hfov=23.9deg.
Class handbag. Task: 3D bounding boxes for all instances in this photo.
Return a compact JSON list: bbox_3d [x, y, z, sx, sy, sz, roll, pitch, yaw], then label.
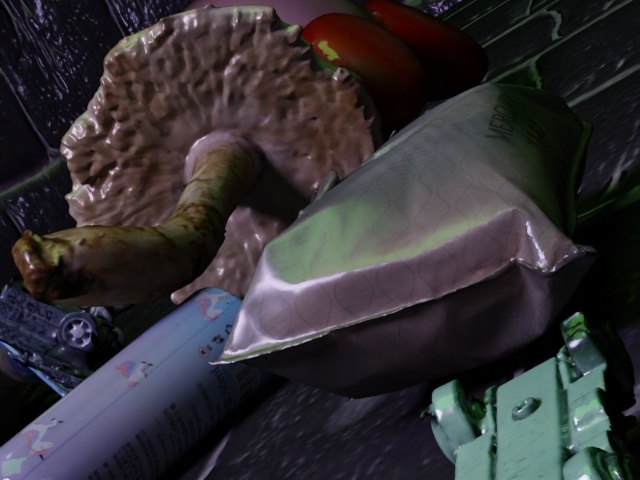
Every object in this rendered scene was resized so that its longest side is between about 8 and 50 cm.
[{"bbox_3d":[0.054,-0.002,0.758,0.182,0.117,0.270,-17,13,15],"label":"handbag"}]

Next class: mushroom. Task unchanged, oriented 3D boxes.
[{"bbox_3d":[-0.081,-0.004,1.042,0.208,0.233,0.301,117,171,-49],"label":"mushroom"}]

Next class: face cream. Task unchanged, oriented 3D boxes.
[{"bbox_3d":[-0.124,0.117,0.877,0.229,0.075,0.075,-40,11,-37],"label":"face cream"}]

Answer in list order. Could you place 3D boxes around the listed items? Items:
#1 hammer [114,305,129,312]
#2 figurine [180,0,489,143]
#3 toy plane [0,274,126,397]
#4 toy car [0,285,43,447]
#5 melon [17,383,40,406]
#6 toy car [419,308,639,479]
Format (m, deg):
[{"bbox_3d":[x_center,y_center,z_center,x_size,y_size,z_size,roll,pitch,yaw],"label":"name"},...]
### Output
[{"bbox_3d":[-0.240,0.081,1.667,0.052,0.031,0.083,-27,21,52],"label":"hammer"},{"bbox_3d":[-0.030,-0.133,1.301,0.261,0.211,0.270,-42,-4,26],"label":"figurine"},{"bbox_3d":[-0.203,0.052,1.036,0.078,0.246,0.169,-53,5,9],"label":"toy plane"},{"bbox_3d":[-0.332,0.131,1.233,0.242,0.226,0.336,-52,28,-8],"label":"toy car"},{"bbox_3d":[-0.325,0.142,1.447,0.182,0.098,0.054,-21,24,-10],"label":"melon"},{"bbox_3d":[0.071,0.075,0.473,0.073,0.054,0.143,-32,13,15],"label":"toy car"}]
